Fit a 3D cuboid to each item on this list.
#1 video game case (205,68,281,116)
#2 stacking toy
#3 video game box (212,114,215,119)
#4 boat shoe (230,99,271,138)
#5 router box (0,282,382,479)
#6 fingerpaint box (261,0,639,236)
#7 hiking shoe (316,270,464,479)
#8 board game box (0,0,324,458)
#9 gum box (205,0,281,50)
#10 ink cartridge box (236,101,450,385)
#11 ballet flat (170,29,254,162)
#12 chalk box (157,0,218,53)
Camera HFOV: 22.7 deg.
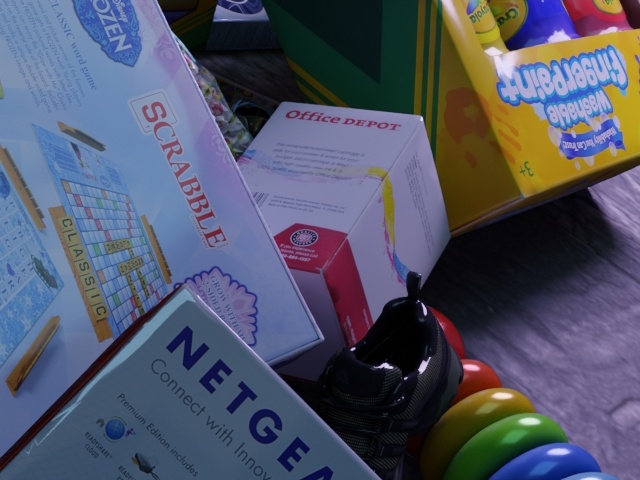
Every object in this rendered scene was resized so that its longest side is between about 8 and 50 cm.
[{"bbox_3d":[-0.093,-0.079,1.408,0.206,0.026,0.227,23,32,-8],"label":"video game case"},{"bbox_3d":[0.127,0.168,1.158,0.141,0.141,0.330,-1,36,-38],"label":"stacking toy"},{"bbox_3d":[-0.189,-0.053,1.109,0.205,0.048,0.187,25,48,-15],"label":"video game box"},{"bbox_3d":[-0.067,-0.082,1.343,0.183,0.066,0.066,31,31,3],"label":"boat shoe"},{"bbox_3d":[-0.055,0.242,0.729,0.335,0.082,0.301,45,65,-6],"label":"router box"},{"bbox_3d":[0.149,-0.210,1.466,0.445,0.163,0.371,-17,82,-56],"label":"fingerpaint box"},{"bbox_3d":[0.018,0.128,1.070,0.086,0.114,0.227,10,53,28],"label":"hiking shoe"},{"bbox_3d":[-0.203,-0.013,1.002,0.318,0.066,0.319,-21,82,-29],"label":"board game box"},{"bbox_3d":[-0.116,-0.253,1.614,0.184,0.041,0.157,-8,48,-44],"label":"gum box"},{"bbox_3d":[0.000,0.000,1.192,0.128,0.127,0.176,10,46,29],"label":"ink cartridge box"},{"bbox_3d":[-0.106,-0.082,1.239,0.241,0.091,0.077,50,55,-23],"label":"ballet flat"},{"bbox_3d":[-0.240,-0.271,1.394,0.289,0.179,0.180,-10,37,-44],"label":"chalk box"}]
